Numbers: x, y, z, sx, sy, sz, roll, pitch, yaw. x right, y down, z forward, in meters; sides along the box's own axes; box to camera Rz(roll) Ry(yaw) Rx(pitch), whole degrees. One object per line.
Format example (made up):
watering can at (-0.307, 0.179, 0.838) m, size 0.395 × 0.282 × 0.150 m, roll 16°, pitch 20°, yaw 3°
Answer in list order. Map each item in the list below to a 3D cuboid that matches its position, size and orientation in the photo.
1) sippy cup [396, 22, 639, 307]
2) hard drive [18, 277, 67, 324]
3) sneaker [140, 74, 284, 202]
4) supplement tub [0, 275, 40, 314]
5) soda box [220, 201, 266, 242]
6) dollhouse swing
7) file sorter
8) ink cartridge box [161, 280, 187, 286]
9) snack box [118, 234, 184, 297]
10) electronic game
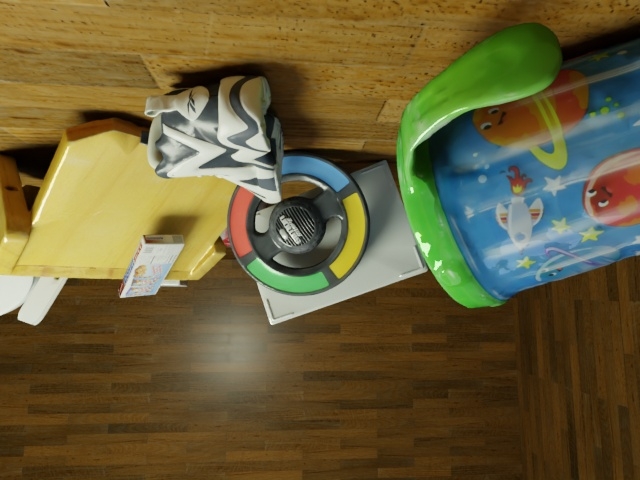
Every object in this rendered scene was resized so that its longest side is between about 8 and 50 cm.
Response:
sippy cup at (0.229, -0.066, 0.386) m, size 0.224 × 0.240 × 0.305 m, roll -18°, pitch -174°, yaw 38°
hard drive at (-0.604, 0.045, 0.955) m, size 0.047 × 0.233 × 0.353 m, roll 31°, pitch 170°, yaw -27°
sneaker at (-0.127, -0.110, 0.487) m, size 0.153 × 0.094 × 0.235 m, roll 2°, pitch 173°, yaw 1°
supplement tub at (-0.825, 0.053, 0.989) m, size 0.241 × 0.241 × 0.331 m, roll 5°, pitch -175°, yaw -34°
soda box at (-0.221, -0.037, 1.053) m, size 0.083 × 0.092 × 0.263 m, roll 5°, pitch 172°, yaw -24°
dollhouse swing at (-0.338, -0.101, 0.699) m, size 0.346 × 0.305 × 0.315 m, roll 8°, pitch -149°, yaw -47°
file sorter at (0.028, 0.011, 0.747) m, size 0.277 × 0.193 × 0.173 m, roll -21°, pitch 172°, yaw 10°
ink cartridge box at (-0.475, 0.034, 1.198) m, size 0.148 × 0.203 × 0.086 m, roll 0°, pitch 171°, yaw -2°
snack box at (-0.294, 0.047, 0.689) m, size 0.064 × 0.022 × 0.178 m, roll -1°, pitch 148°, yaw -41°
electronic game at (-0.037, -0.024, 0.632) m, size 0.229 × 0.229 × 0.048 m, roll -1°, pitch -171°, yaw 8°
